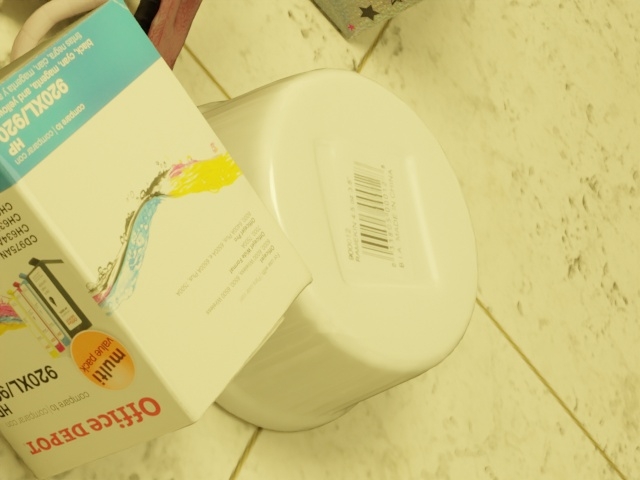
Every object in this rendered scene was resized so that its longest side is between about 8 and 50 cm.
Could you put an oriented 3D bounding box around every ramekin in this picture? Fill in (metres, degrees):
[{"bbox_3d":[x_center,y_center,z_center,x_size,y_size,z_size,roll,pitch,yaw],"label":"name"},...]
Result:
[{"bbox_3d":[0.000,0.000,1.178,0.277,0.135,0.277,23,56,-41],"label":"ramekin"}]

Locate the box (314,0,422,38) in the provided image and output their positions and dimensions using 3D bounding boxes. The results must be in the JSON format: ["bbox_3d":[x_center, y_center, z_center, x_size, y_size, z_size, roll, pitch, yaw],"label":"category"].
[{"bbox_3d":[0.092,-0.314,1.339,0.142,0.247,0.163,44,45,-24],"label":"box"}]

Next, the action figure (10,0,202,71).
[{"bbox_3d":[-0.076,-0.262,1.029,0.248,0.370,0.276,41,44,-30],"label":"action figure"}]

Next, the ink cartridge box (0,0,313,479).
[{"bbox_3d":[-0.157,0.003,0.971,0.233,0.171,0.168,55,41,-14],"label":"ink cartridge box"}]
